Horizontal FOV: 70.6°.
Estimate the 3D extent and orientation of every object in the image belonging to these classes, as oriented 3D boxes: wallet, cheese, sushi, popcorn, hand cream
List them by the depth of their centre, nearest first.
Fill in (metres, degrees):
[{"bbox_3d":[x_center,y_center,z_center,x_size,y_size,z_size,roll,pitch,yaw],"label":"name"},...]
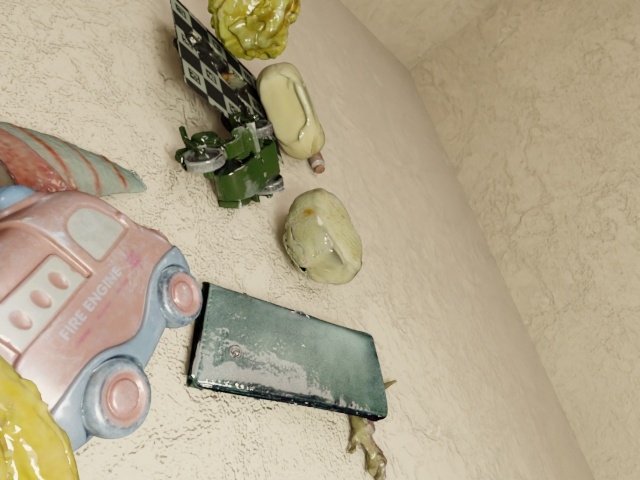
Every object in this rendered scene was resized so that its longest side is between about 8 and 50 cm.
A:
[{"bbox_3d":[-0.043,0.204,0.811,0.379,0.046,0.190,21,42,-26],"label":"wallet"},{"bbox_3d":[-0.250,-0.377,1.111,0.343,0.064,0.359,34,31,-53],"label":"sushi"},{"bbox_3d":[-0.165,-0.574,1.155,0.259,0.259,0.212,24,55,-43],"label":"popcorn"},{"bbox_3d":[-0.077,-0.355,1.244,0.233,0.127,0.265,-61,129,-81],"label":"cheese"},{"bbox_3d":[-0.029,-0.289,1.385,0.067,0.043,0.209,20,41,-46],"label":"hand cream"}]

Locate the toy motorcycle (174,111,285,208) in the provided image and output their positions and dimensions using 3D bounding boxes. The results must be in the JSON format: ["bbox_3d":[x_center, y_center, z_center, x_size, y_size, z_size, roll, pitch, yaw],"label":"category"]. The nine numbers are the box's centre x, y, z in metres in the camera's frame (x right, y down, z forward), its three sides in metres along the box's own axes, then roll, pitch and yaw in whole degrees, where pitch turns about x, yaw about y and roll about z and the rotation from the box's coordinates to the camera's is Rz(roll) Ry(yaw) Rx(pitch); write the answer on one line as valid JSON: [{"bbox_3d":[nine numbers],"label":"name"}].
[{"bbox_3d":[-0.178,-0.157,0.950,0.275,0.127,0.205,-45,138,-45],"label":"toy motorcycle"}]

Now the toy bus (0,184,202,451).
[{"bbox_3d":[-0.287,0.068,0.467,0.231,0.197,0.294,58,28,-29],"label":"toy bus"}]

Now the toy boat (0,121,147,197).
[{"bbox_3d":[-0.375,-0.102,0.676,0.206,0.096,0.282,47,21,3],"label":"toy boat"}]

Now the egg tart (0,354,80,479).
[{"bbox_3d":[-0.359,0.221,0.224,0.443,0.178,0.442,13,69,-36],"label":"egg tart"}]

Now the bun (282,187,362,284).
[{"bbox_3d":[0.000,0.000,1.054,0.239,0.141,0.239,44,29,-33],"label":"bun"}]

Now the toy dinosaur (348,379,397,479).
[{"bbox_3d":[0.096,0.351,0.954,0.199,0.072,0.251,52,21,-25],"label":"toy dinosaur"}]
